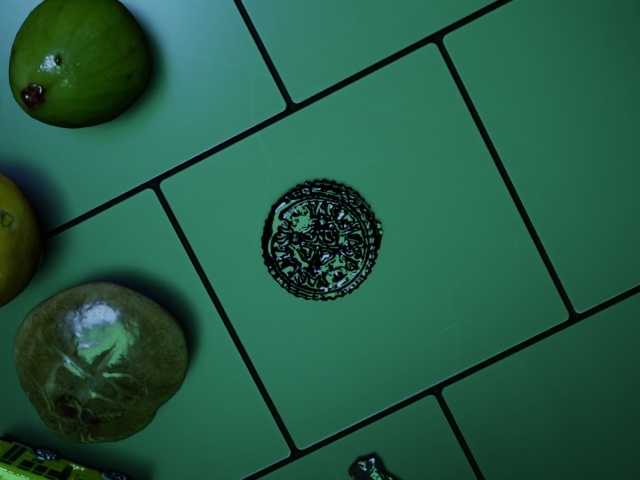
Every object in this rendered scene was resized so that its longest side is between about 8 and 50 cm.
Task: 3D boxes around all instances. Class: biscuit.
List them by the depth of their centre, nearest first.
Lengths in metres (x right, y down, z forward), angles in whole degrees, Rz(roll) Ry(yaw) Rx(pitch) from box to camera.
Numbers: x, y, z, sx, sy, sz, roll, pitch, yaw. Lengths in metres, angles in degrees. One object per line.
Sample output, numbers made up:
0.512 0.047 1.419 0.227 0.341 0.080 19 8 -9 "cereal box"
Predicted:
0.000 0.000 1.716 0.194 0.053 0.194 0 98 1 "biscuit"

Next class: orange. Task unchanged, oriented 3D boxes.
-0.538 0.000 1.636 0.240 0.240 0.240 0 97 1 "orange"

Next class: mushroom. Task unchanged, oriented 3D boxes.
-0.341 0.194 1.701 0.278 0.146 0.278 1 104 3 "mushroom"

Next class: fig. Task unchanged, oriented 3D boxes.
-0.361 -0.258 1.612 0.203 0.225 0.203 6 118 12 "fig"

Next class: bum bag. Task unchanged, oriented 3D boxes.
0.103 0.401 1.770 0.124 0.034 0.058 43 110 -3 "bum bag"

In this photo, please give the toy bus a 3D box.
-0.419 0.416 1.725 0.262 0.150 0.128 19 95 -1 "toy bus"
